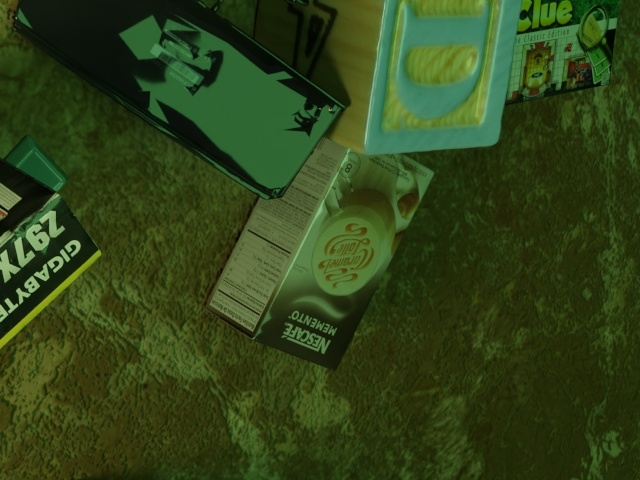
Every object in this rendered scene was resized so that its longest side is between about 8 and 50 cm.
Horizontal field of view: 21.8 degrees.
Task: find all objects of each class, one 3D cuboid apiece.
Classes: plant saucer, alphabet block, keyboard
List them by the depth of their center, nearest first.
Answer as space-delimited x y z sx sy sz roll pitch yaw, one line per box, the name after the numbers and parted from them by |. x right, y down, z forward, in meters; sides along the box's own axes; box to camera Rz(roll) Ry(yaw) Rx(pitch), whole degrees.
-0.114 -0.199 1.559 0.317 0.033 0.201 35 93 -17 | keyboard
-0.319 -0.009 1.574 0.192 0.018 0.067 -50 133 -13 | plant saucer
0.065 -0.207 1.688 0.192 0.197 0.193 -5 112 -38 | alphabet block

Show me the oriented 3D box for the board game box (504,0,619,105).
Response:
0.251 -0.232 1.954 0.260 0.030 0.136 -15 116 -36 | board game box

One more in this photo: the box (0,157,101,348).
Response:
-0.363 0.022 1.339 0.257 0.322 0.079 -43 130 -18 | box

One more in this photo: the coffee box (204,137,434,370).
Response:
0.000 0.000 1.794 0.141 0.098 0.246 24 93 -44 | coffee box
